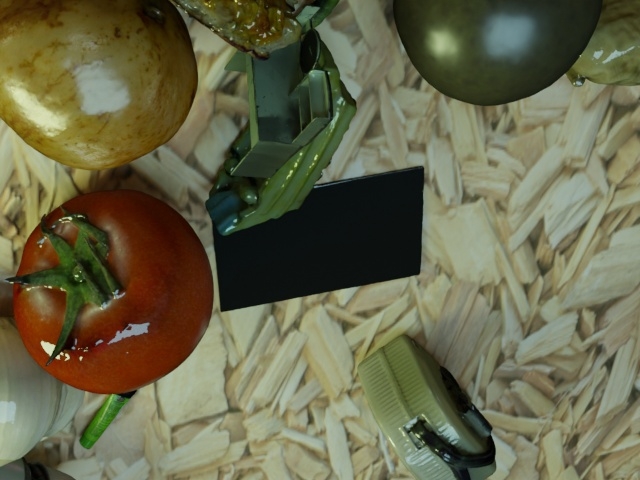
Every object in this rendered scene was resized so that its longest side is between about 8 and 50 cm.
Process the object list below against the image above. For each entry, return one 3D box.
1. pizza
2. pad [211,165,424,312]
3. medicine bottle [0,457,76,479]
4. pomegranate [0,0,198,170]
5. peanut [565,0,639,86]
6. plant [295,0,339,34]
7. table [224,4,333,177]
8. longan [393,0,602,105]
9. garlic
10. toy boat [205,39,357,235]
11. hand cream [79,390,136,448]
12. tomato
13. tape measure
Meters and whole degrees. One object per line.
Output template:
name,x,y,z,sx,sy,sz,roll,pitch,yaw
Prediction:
pizza,-0.144,-0.288,1.422,0.305,0.161,0.085,31,99,-22
pad,0.000,0.000,1.919,0.300,0.005,0.202,-11,131,-11
medicine bottle,-0.486,0.361,1.947,0.273,0.165,0.165,30,114,-37
pomegranate,-0.256,-0.192,1.519,0.248,0.248,0.248,-10,131,-11
peanut,0.428,-0.283,1.746,0.291,0.143,0.159,-28,167,-2
plant,-0.020,-0.389,1.533,0.251,0.180,0.333,-24,161,14
table,-0.054,-0.173,1.611,0.062,0.146,0.175,4,158,-24
longan,0.209,-0.280,1.614,0.248,0.248,0.248,-10,131,-11
garlic,-0.443,0.201,1.788,0.281,0.185,0.203,0,101,-29
toy boat,-0.043,-0.122,1.729,0.084,0.111,0.276,14,124,-35
hand cream,-0.313,0.256,2.013,0.036,0.023,0.122,22,118,-32
tomato,-0.258,0.064,1.724,0.256,0.256,0.224,-31,149,8
tape measure,0.189,0.287,2.078,0.133,0.231,0.271,-34,131,7
